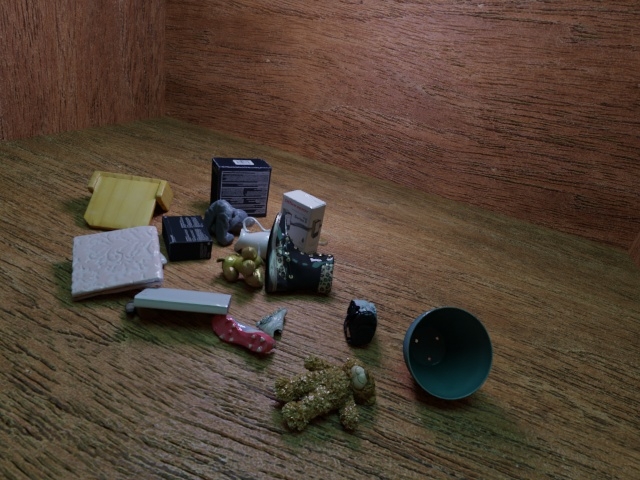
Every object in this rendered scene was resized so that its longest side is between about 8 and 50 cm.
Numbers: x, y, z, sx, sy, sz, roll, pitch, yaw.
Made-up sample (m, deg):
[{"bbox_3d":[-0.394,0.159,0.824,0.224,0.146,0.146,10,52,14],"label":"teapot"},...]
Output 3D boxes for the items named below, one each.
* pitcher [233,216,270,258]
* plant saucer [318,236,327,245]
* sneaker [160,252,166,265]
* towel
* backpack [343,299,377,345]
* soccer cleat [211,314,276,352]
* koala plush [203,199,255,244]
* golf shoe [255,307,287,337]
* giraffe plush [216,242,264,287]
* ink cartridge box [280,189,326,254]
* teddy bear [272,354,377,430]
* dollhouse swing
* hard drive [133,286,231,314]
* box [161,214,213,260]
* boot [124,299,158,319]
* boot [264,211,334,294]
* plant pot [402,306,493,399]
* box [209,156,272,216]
[{"bbox_3d":[-0.284,-0.010,1.962,0.207,0.177,0.125,13,-2,8],"label":"pitcher"},{"bbox_3d":[0.000,0.000,2.223,0.083,0.015,0.083,9,27,-5],"label":"plant saucer"},{"bbox_3d":[-0.748,0.039,1.773,0.235,0.095,0.090,26,29,23],"label":"sneaker"},{"bbox_3d":[-0.789,0.077,1.620,0.317,0.053,0.332,-11,45,-19],"label":"towel"},{"bbox_3d":[0.156,0.301,1.583,0.115,0.152,0.182,14,14,-6],"label":"backpack"},{"bbox_3d":[-0.269,0.324,1.444,0.248,0.083,0.095,17,-6,25],"label":"soccer cleat"},{"bbox_3d":[-0.447,-0.106,2.093,0.196,0.203,0.221,29,20,30],"label":"koala plush"},{"bbox_3d":[-0.166,0.308,1.534,0.086,0.069,0.176,54,29,7],"label":"golf shoe"},{"bbox_3d":[-0.342,0.105,1.753,0.170,0.181,0.210,-10,38,5],"label":"giraffe plush"},{"bbox_3d":[-0.100,-0.087,2.068,0.198,0.273,0.115,28,31,31],"label":"ink cartridge box"},{"bbox_3d":[0.024,0.449,1.260,0.338,0.113,0.245,4,30,-13],"label":"teddy bear"},{"bbox_3d":[-0.971,-0.162,2.115,0.347,0.305,0.315,7,-14,-8],"label":"dollhouse swing"},{"bbox_3d":[-0.487,0.217,1.509,0.308,0.040,0.203,7,2,-9],"label":"hard drive"},{"bbox_3d":[-0.621,-0.017,1.921,0.184,0.103,0.261,-1,29,-28],"label":"box"},{"bbox_3d":[-0.637,0.241,1.488,0.118,0.042,0.087,11,18,-16],"label":"boot"},{"bbox_3d":[-0.090,0.064,1.823,0.284,0.138,0.377,9,56,-12],"label":"boot"},{"bbox_3d":[0.405,0.372,1.426,0.290,0.290,0.195,8,-9,-6],"label":"plant pot"},{"bbox_3d":[-0.449,-0.295,2.313,0.296,0.294,0.183,-3,28,-26],"label":"box"}]
